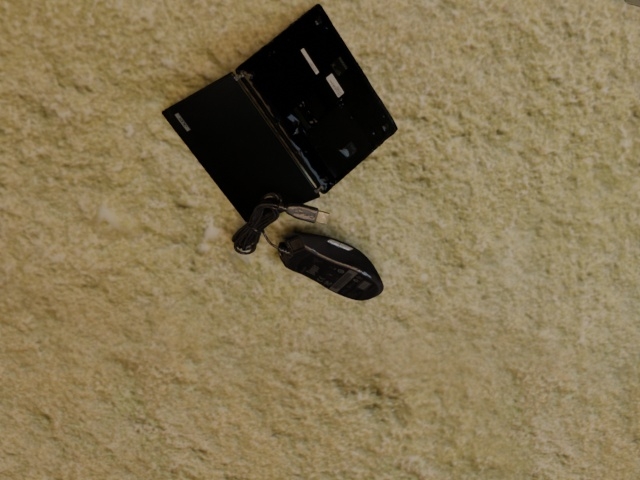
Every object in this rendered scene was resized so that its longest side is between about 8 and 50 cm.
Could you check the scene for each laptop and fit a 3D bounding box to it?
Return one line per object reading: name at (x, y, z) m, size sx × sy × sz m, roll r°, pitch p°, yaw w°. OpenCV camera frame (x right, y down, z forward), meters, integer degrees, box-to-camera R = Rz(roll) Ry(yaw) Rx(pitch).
laptop at (-0.059, -0.187, 1.192) m, size 0.264 × 0.136 × 0.234 m, roll -42°, pitch 113°, yaw -14°

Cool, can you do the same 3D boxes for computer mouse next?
computer mouse at (0.000, 0.000, 1.225) m, size 0.262 × 0.060 × 0.184 m, roll 23°, pitch 146°, yaw -8°

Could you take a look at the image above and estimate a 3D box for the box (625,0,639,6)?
box at (0.468, -0.443, 1.071) m, size 0.114 × 0.103 × 0.203 m, roll -27°, pitch 113°, yaw 7°
